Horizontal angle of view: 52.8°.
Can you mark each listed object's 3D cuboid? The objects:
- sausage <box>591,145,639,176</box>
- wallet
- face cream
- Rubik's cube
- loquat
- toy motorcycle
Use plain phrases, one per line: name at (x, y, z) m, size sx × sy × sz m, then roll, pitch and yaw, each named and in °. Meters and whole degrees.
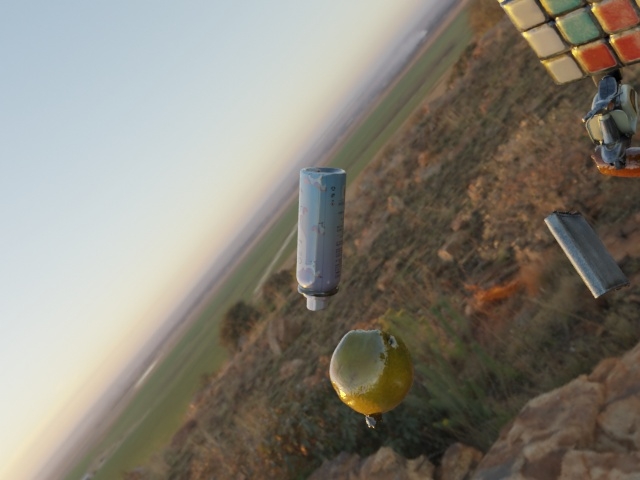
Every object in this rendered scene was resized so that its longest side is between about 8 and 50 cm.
sausage at (0.813, -0.204, 1.538) m, size 0.302 × 0.076 × 0.103 m, roll -6°, pitch 72°, yaw 28°
wallet at (0.481, 0.024, 1.159) m, size 0.036 × 0.167 × 0.222 m, roll -37°, pitch -19°, yaw 29°
face cream at (0.000, 0.000, 1.037) m, size 0.075 × 0.075 × 0.229 m, roll -81°, pitch -7°, yaw -77°
Rubik's cube at (0.414, -0.434, 0.866) m, size 0.287 × 0.292 × 0.293 m, roll -6°, pitch 47°, yaw 54°
loquat at (0.129, 0.346, 1.619) m, size 0.213 × 0.213 × 0.246 m, roll 158°, pitch 112°, yaw -76°
toy motorcycle at (0.613, -0.271, 1.361) m, size 0.091 × 0.157 × 0.263 m, roll -13°, pitch 41°, yaw 37°
